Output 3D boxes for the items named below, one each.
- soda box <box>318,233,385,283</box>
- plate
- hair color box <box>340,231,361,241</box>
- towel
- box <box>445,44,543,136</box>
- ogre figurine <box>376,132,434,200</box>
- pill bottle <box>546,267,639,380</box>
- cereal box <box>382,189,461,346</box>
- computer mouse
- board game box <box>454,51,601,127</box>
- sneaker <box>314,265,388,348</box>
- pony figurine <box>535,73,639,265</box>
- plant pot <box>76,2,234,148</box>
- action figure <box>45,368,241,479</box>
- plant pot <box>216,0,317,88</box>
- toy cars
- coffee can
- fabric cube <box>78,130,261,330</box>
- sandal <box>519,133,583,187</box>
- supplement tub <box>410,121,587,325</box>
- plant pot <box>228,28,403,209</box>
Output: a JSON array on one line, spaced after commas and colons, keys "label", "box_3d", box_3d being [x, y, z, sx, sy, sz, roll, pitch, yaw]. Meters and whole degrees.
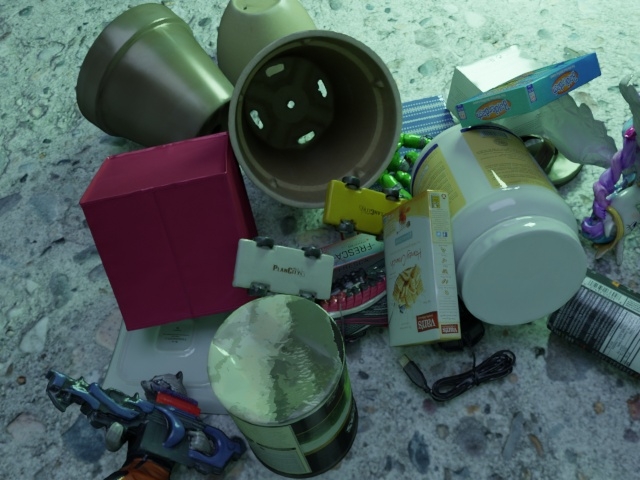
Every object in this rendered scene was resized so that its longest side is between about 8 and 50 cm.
[{"label": "soda box", "box_3d": [0.067, 0.034, 1.273, 0.183, 0.063, 0.058, -18, 55, -4]}, {"label": "plate", "box_3d": [-0.272, 0.189, 1.226, 0.277, 0.045, 0.278, 0, 55, 9]}, {"label": "hair color box", "box_3d": [0.065, -0.070, 1.341, 0.043, 0.072, 0.141, -1, 54, 9]}, {"label": "towel", "box_3d": [0.205, -0.184, 1.429, 0.243, 0.040, 0.336, -12, 53, 2]}, {"label": "box", "box_3d": [0.408, -0.316, 1.415, 0.180, 0.119, 0.182, -24, 57, -20]}, {"label": "ogre figurine", "box_3d": [0.166, -0.163, 1.343, 0.118, 0.097, 0.197, 24, 77, 7]}, {"label": "pill bottle", "box_3d": [0.525, 0.155, 1.082, 0.245, 0.130, 0.130, 31, 65, 25]}, {"label": "cereal box", "box_3d": [0.163, 0.054, 1.070, 0.047, 0.173, 0.241, 3, 75, -20]}, {"label": "computer mouse", "box_3d": [0.210, 0.168, 1.166, 0.184, 0.060, 0.262, -26, 65, -11]}, {"label": "board game box", "box_3d": [0.369, -0.267, 1.136, 0.210, 0.047, 0.160, -28, 14, -29]}, {"label": "sneaker", "box_3d": [-0.001, 0.159, 1.170, 0.299, 0.112, 0.121, -22, 21, 2]}, {"label": "pony figurine", "box_3d": [0.612, -0.175, 1.201, 0.363, 0.351, 0.303, -31, 15, -7]}, {"label": "plant pot", "box_3d": [-0.337, -0.327, 1.462, 0.280, 0.323, 0.323, 36, 66, 11]}, {"label": "action figure", "box_3d": [-0.325, 0.349, 1.029, 0.341, 0.178, 0.330, 35, 51, -16]}, {"label": "plant pot", "box_3d": [-0.142, -0.536, 1.624, 0.283, 0.191, 0.284, -4, 56, 5]}, {"label": "toy cars", "box_3d": [0.000, 0.000, 1.161, 0.393, 0.177, 0.087, -35, 15, -28]}, {"label": "coffee can", "box_3d": [-0.049, 0.241, 1.015, 0.201, 0.275, 0.202, -4, 55, 6]}, {"label": "fabric cube", "box_3d": [-0.259, -0.026, 1.192, 0.258, 0.258, 0.254, -11, 25, 0]}, {"label": "sandal", "box_3d": [0.429, -0.169, 1.332, 0.302, 0.086, 0.120, -10, 53, -16]}, {"label": "supplement tub", "box_3d": [0.306, -0.037, 1.137, 0.240, 0.241, 0.331, -10, 39, 1]}, {"label": "plant pot", "box_3d": [-0.037, -0.268, 1.327, 0.333, 0.334, 0.305, -20, 22, -6]}]
